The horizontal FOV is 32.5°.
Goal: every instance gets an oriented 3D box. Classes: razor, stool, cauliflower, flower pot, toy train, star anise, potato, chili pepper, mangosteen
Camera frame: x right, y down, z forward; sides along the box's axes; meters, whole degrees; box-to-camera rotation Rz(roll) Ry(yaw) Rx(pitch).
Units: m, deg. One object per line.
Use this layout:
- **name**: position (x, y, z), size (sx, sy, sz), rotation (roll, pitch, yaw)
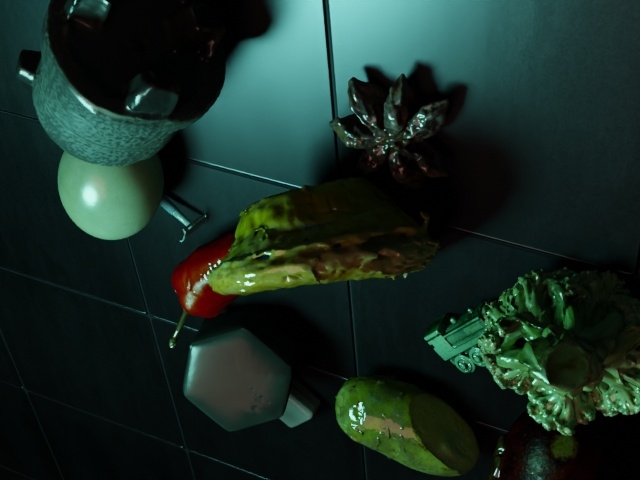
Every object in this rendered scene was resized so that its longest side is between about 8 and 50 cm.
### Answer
- **razor**: position (-0.283, -0.064, 2.056), size (0.135, 0.068, 0.040), rotation (42, 140, 8)
- **stool**: position (-0.154, 0.249, 2.166), size (0.232, 0.141, 0.232), rotation (3, 112, 6)
- **cauliflower**: position (0.378, 0.167, 1.666), size (0.275, 0.250, 0.272), rotation (-34, 80, 22)
- **flower pot**: position (-0.298, -0.288, 1.669), size (0.299, 0.299, 0.283), rotation (41, 149, -9)
- **toy train**: position (0.267, 0.164, 1.897), size (0.111, 0.071, 0.170), rotation (46, 140, -4)
- **star anise**: position (0.101, -0.163, 1.663), size (0.197, 0.073, 0.212), rotation (15, 137, 21)
- **potato**: position (0.169, 0.354, 2.110), size (0.298, 0.141, 0.176), rotation (24, 154, 1)
- **chili pepper**: position (-0.212, 0.075, 2.074), size (0.131, 0.134, 0.338), rotation (44, 138, -17)
- **mangosteen**: position (0.465, 0.408, 1.837), size (0.360, 0.306, 0.306), rotation (11, 137, 10)

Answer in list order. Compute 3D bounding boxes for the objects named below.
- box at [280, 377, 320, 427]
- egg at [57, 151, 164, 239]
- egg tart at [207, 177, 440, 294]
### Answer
- **box**: position (-0.117, 0.291, 2.302), size (0.244, 0.055, 0.103), rotation (42, 141, -11)
- **egg**: position (-0.373, -0.107, 1.957), size (0.187, 0.186, 0.253), rotation (27, 143, 8)
- **egg tart**: position (0.000, 0.000, 1.752), size (0.388, 0.388, 0.169), rotation (-13, 85, 42)
